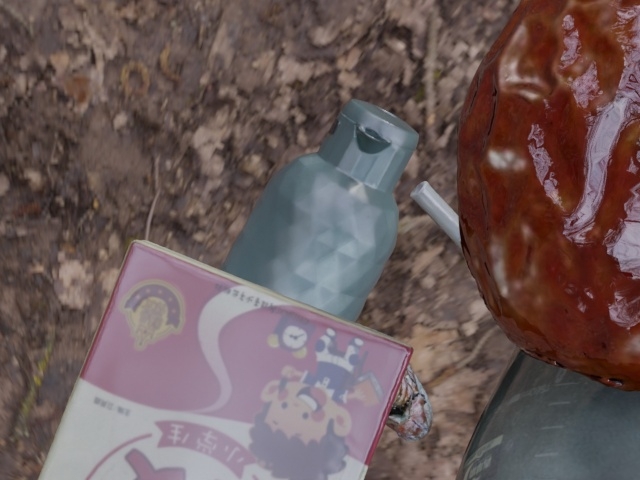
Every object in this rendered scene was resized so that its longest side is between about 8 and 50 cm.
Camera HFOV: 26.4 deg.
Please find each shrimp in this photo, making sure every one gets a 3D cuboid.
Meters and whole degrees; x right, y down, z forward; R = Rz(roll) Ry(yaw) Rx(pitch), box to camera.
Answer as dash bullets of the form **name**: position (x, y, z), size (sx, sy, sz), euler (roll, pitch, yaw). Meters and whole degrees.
- **shrimp**: position (0.062, 0.161, 1.658), size (0.233, 0.090, 0.079), euler (46, 34, -29)

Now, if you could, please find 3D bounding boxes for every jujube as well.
- **jujube**: position (0.174, -0.070, 0.674), size (0.197, 0.197, 0.290), euler (20, 89, -6)

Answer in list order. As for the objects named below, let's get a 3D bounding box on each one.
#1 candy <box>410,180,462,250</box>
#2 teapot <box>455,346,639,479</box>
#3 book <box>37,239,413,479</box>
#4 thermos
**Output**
- **candy**: position (0.195, 0.085, 1.017), size (0.365, 0.124, 0.124), euler (46, 75, -16)
- **teapot**: position (0.158, 0.172, 0.820), size (0.233, 0.315, 0.312), euler (56, 42, -7)
- **book**: position (-0.067, 0.134, 0.725), size (0.162, 0.022, 0.231), euler (22, 88, 5)
- **thermos**: position (0.000, 0.000, 1.344), size (0.145, 0.182, 0.286), euler (30, 98, 3)
